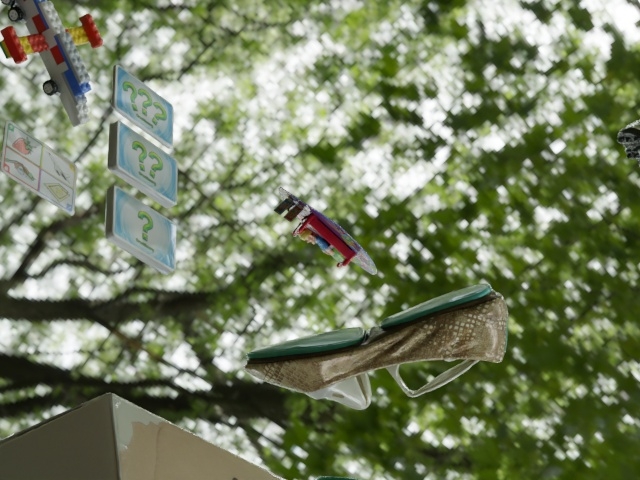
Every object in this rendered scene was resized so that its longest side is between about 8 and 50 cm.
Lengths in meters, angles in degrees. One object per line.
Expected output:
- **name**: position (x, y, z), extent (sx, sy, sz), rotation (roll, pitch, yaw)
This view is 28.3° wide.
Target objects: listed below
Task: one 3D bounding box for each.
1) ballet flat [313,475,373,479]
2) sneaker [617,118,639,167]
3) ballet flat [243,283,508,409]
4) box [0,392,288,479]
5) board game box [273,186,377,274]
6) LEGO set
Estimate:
- **ballet flat**: position (0.220, 0.292, 1.089), extent (0.482, 0.164, 0.182), rotation (-1, -108, 3)
- **sneaker**: position (0.428, -0.069, 1.376), extent (0.106, 0.234, 0.078), rotation (-48, -162, -12)
- **ballet flat**: position (0.044, 0.091, 0.957), extent (0.206, 0.067, 0.073), rotation (-16, -174, 13)
- **box**: position (-0.093, 0.237, 0.902), extent (0.121, 0.311, 0.148), rotation (-26, -125, 21)
- **board game box**: position (0.000, 0.000, 1.647), extent (0.033, 0.133, 0.168), rotation (-48, -129, -9)
- **LEGO set**: position (-0.182, -0.104, 0.994), extent (0.060, 0.244, 0.183), rotation (-23, -129, 28)
